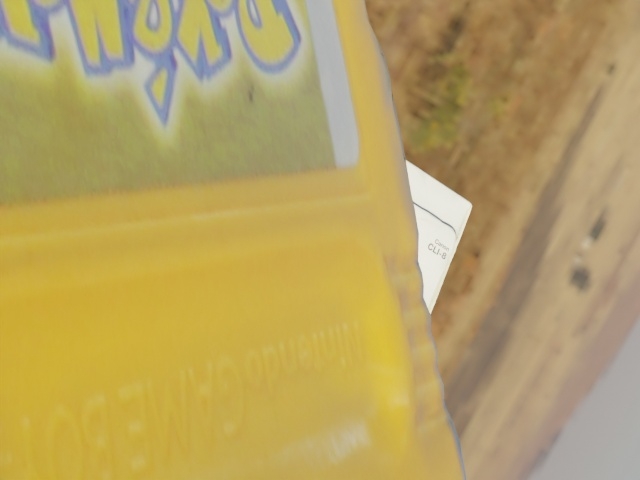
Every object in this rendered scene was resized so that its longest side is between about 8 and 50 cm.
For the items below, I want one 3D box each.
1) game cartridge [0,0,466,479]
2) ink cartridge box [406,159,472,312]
[{"bbox_3d":[-0.057,-0.072,0.375,0.285,0.052,0.324,-12,88,-68],"label":"game cartridge"},{"bbox_3d":[0.000,0.000,1.374,0.176,0.128,0.127,-3,-119,56],"label":"ink cartridge box"}]
